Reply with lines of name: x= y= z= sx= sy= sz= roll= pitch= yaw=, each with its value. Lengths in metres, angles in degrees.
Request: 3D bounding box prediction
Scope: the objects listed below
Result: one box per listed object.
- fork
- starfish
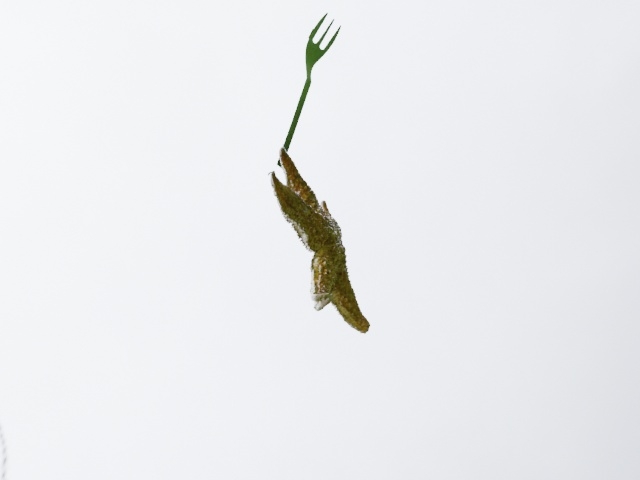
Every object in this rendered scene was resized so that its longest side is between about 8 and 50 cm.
fork: x=-0.025 y=-0.194 z=1.582 sx=0.039 sy=0.021 sz=0.235 roll=36 pitch=-118 yaw=-32
starfish: x=0.001 y=-0.001 z=1.409 sx=0.240 sy=0.043 sz=0.227 roll=-85 pitch=-27 yaw=-69
